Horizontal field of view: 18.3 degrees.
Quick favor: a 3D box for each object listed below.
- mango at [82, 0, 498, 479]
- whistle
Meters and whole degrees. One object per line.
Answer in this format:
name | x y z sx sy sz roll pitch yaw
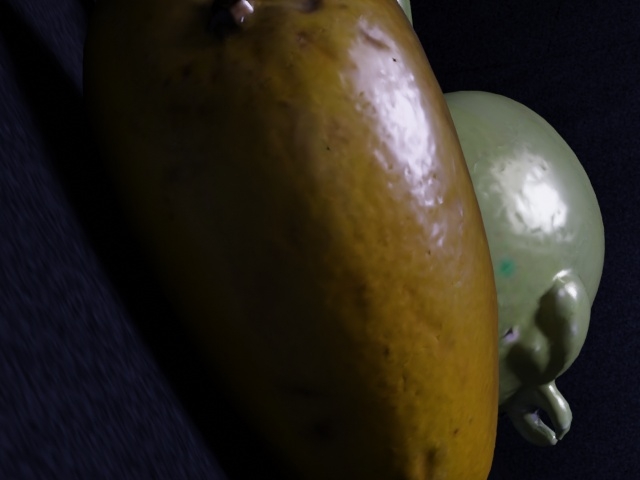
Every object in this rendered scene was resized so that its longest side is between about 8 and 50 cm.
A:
mango | 0.000 0.000 0.572 0.137 0.098 0.195 -119 -175 -71
whistle | -0.013 -0.040 0.714 0.294 0.141 0.141 44 2 7
